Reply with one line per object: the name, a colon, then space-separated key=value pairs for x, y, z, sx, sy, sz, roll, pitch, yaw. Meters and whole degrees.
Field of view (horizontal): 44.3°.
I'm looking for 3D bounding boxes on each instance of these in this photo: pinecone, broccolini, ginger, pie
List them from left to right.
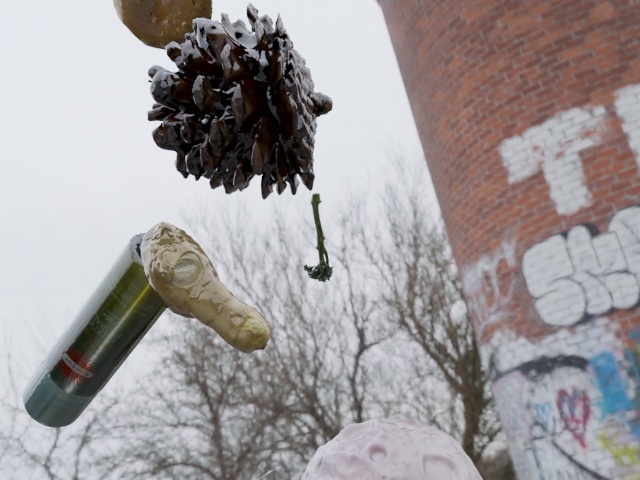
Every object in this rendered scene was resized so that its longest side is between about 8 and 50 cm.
pie: x=-0.349 y=-0.548 z=1.727 sx=0.273 sy=0.273 sz=0.069 roll=-25 pitch=8 yaw=28
ginger: x=-0.120 y=0.054 z=0.781 sx=0.067 sy=0.165 sz=0.096 roll=-40 pitch=-5 yaw=-28
pinecone: x=-0.132 y=-0.208 z=1.206 sx=0.296 sy=0.298 sz=0.242 roll=0 pitch=11 yaw=29
broccolini: x=0.002 y=0.005 z=1.377 sx=0.054 sy=0.052 sz=0.194 roll=-12 pitch=-50 yaw=-16

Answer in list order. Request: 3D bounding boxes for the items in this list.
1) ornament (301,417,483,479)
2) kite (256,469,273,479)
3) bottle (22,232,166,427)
ornament: x=0.081 y=0.345 z=0.941 sx=0.225 sy=0.259 sz=0.259 roll=-21 pitch=-20 yaw=-15
kite: x=-0.110 y=0.356 z=1.112 sx=0.125 sy=0.008 sz=0.222 roll=-38 pitch=-11 yaw=17
bottle: x=-0.263 y=0.114 z=0.948 sx=0.082 sy=0.082 sz=0.286 roll=12 pitch=-52 yaw=-45
